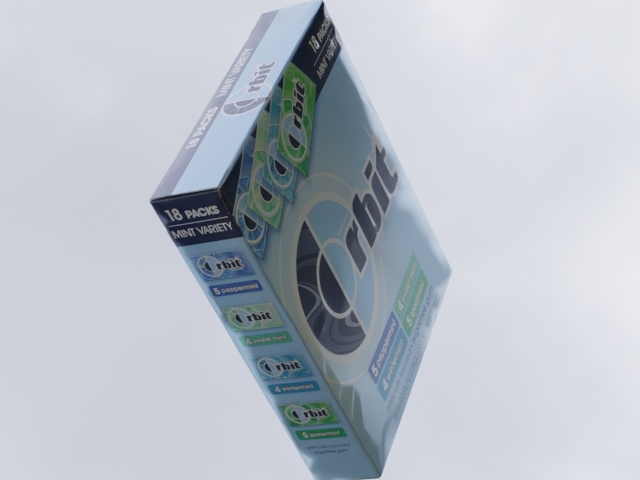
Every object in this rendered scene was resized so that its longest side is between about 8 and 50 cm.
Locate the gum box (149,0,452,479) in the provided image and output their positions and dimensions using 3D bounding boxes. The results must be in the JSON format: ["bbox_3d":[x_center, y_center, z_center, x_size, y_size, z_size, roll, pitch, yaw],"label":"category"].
[{"bbox_3d":[0.000,0.000,0.714,0.184,0.041,0.157,62,-146,-30],"label":"gum box"}]
